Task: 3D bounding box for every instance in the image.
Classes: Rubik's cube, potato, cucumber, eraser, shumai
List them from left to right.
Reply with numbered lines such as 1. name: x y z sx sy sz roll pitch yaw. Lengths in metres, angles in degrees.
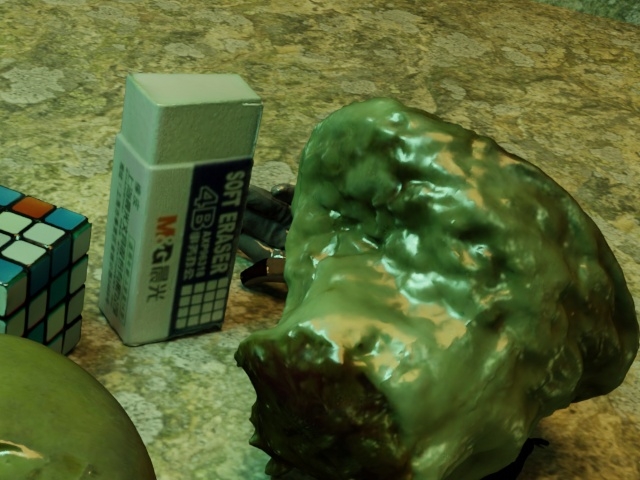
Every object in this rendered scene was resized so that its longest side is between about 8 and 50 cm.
1. Rubik's cube: -0.329 0.048 1.141 0.154 0.155 0.151 19 29 13
2. potato: -0.234 0.198 0.839 0.243 0.221 0.326 6 24 -8
3. eraser: -0.148 -0.033 1.222 0.130 0.287 0.086 -6 36 -31
4. shumai: 0.081 0.097 1.098 0.324 0.397 0.323 -2 43 47
5. cucumber: 0.178 0.223 1.153 0.043 0.039 0.163 44 38 11

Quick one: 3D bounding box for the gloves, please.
1. gloves: 0.006 0.006 1.382 0.285 0.119 0.142 15 63 15
